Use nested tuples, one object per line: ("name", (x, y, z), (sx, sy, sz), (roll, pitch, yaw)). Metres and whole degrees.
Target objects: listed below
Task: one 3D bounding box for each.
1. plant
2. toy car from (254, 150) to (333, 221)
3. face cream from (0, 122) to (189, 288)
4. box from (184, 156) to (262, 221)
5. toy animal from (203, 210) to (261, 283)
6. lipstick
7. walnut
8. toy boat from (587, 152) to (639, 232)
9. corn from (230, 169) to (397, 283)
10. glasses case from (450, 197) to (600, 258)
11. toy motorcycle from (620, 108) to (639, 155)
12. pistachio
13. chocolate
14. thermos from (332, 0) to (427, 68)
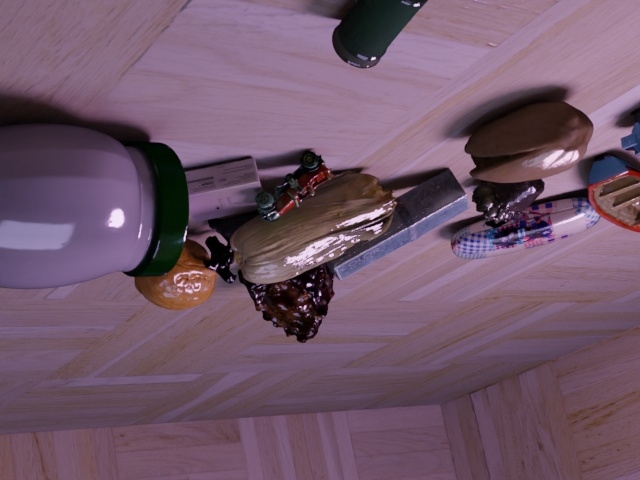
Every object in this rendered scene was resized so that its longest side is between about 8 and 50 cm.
("plant", (0.363, -0.091, 2.124), (0.143, 0.092, 0.094), (-33, 160, 35))
("toy car", (-0.046, -0.087, 1.863), (0.143, 0.054, 0.073), (-42, 162, -8))
("face cream", (-0.393, -0.046, 1.595), (0.357, 0.219, 0.312), (1, 158, -34))
("box", (-0.166, -0.086, 1.876), (0.130, 0.051, 0.129), (-11, 161, -1))
("toy animal", (-0.132, -0.030, 2.059), (0.210, 0.117, 0.121), (-37, -167, 11))
("lipstick", (0.137, -0.027, 2.059), (0.290, 0.076, 0.077), (-30, 155, -2))
("walnut", (-0.276, 0.062, 2.098), (0.144, 0.144, 0.180), (-24, 162, 33))
("toy boat", (0.638, -0.093, 2.285), (0.136, 0.079, 0.392), (-22, 158, 22))
("corn", (-0.012, -0.023, 1.955), (0.305, 0.123, 0.122), (-27, 142, -17))
("glasses case", (0.443, -0.025, 2.374), (0.328, 0.076, 0.125), (-15, 160, 11))
("toy motorcycle", (0.681, -0.188, 1.974), (0.272, 0.123, 0.182), (-4, 170, -24))
("pistachio", (0.348, -0.163, 1.853), (0.226, 0.135, 0.136), (-15, 162, 29))
("chocolate", (-0.063, 0.132, 2.389), (0.206, 0.177, 0.224), (-1, 157, -29))
("thermos", (0.083, -0.299, 1.381), (0.073, 0.083, 0.188), (-26, 170, -33))
